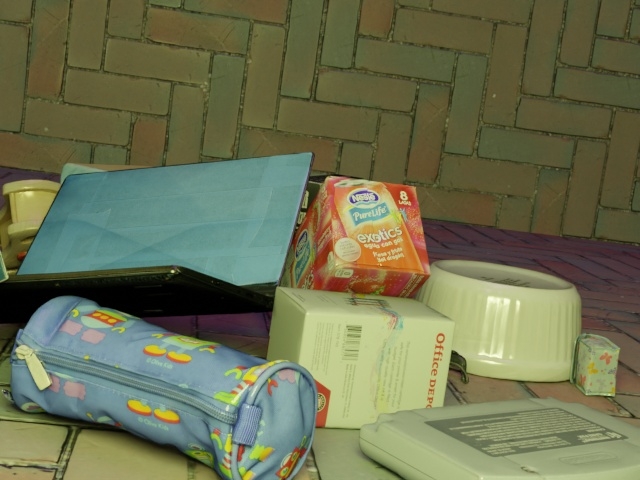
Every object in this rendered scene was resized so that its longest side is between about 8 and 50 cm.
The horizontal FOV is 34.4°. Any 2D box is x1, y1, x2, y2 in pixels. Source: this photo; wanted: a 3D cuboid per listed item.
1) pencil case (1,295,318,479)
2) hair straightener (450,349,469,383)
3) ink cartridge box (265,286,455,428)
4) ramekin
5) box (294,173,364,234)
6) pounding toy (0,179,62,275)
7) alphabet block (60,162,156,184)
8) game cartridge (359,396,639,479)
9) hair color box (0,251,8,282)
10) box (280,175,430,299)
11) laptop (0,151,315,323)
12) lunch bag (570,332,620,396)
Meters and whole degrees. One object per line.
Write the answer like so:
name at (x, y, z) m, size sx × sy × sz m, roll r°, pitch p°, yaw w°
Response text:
pencil case at (-0.155, 0.135, 0.952) m, size 0.306 × 0.119 × 0.133 m, roll 12°, pitch -2°, yaw 30°
hair straightener at (0.100, 0.152, 1.412) m, size 0.230 × 0.047 × 0.089 m, roll 19°, pitch 13°, yaw 38°
ink cartridge box at (0.041, 0.131, 1.152) m, size 0.176 × 0.128 × 0.127 m, roll 6°, pitch 8°, yaw -18°
ramekin at (0.259, 0.110, 1.527) m, size 0.273 × 0.127 × 0.273 m, roll 7°, pitch 7°, yaw -1°
box at (0.000, 0.000, 1.745) m, size 0.060 × 0.216 × 0.270 m, roll 11°, pitch 7°, yaw 16°
pounding toy at (-0.416, 0.012, 1.519) m, size 0.269 × 0.155 × 0.154 m, roll -23°, pitch -21°, yaw 30°
alphabet block at (-0.293, -0.019, 1.676) m, size 0.192 × 0.193 × 0.197 m, roll 15°, pitch 10°, yaw 34°
game cartridge at (0.209, 0.212, 1.013) m, size 0.294 × 0.060 × 0.196 m, roll 2°, pitch 6°, yaw -36°
hair color box at (-0.491, 0.037, 0.948) m, size 0.347 × 0.105 × 0.174 m, roll -24°, pitch 26°, yaw -32°
box at (0.030, 0.044, 1.301) m, size 0.122 × 0.128 × 0.257 m, roll 5°, pitch -32°, yaw -18°
laptop at (-0.248, -0.028, 1.222) m, size 0.382 × 0.236 × 0.408 m, roll -4°, pitch -12°, yaw 18°
lunch bag at (0.372, 0.169, 1.417) m, size 0.053 × 0.071 × 0.083 m, roll 3°, pitch 10°, yaw -3°
